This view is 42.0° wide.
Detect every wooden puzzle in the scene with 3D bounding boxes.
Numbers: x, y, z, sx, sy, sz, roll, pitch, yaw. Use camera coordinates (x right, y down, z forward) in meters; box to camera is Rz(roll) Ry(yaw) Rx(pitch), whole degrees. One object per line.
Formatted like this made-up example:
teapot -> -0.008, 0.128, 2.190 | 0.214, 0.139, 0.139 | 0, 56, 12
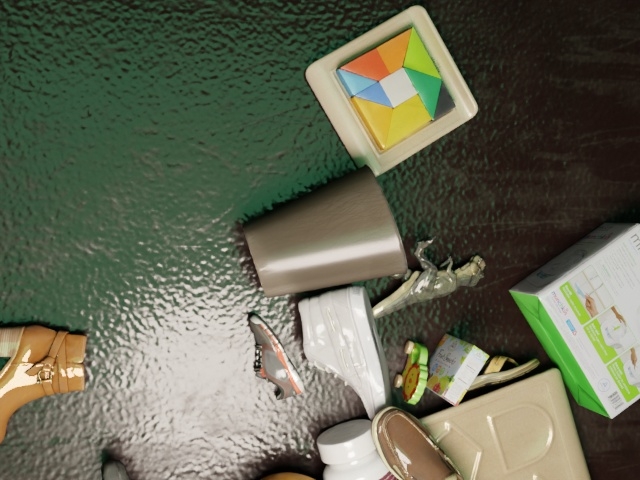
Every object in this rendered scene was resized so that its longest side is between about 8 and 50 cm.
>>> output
wooden puzzle -> 0.309, 0.424, 1.474 | 0.348, 0.080, 0.322 | -19, 96, -15
wooden puzzle -> 0.126, -0.255, 1.425 | 0.239, 0.044, 0.220 | -32, 98, -9

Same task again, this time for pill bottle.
pill bottle -> 0.074, 0.422, 1.399 | 0.121, 0.121, 0.221 | -19, 96, -10

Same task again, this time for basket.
basket -> 0.000, 0.000, 1.352 | 0.227, 0.154, 0.204 | -19, 57, -4

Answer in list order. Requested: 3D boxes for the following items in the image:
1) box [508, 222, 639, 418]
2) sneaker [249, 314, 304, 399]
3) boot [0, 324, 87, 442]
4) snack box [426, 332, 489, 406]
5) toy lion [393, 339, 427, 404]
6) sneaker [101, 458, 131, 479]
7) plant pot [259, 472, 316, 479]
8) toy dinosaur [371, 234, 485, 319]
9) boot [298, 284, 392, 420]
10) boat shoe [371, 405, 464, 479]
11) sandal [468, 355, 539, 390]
box -> 0.511, 0.135, 1.475 | 0.231, 0.127, 0.262 | -35, 98, -9
sneaker -> -0.087, 0.200, 1.391 | 0.065, 0.061, 0.157 | -29, 97, -3
boot -> -0.450, 0.232, 1.313 | 0.153, 0.073, 0.197 | 6, 93, -16
snack box -> 0.221, 0.216, 1.411 | 0.037, 0.141, 0.100 | 36, 85, -10
toy lion -> 0.161, 0.226, 1.422 | 0.034, 0.096, 0.100 | 18, 88, -12
sneaker -> -0.244, 0.456, 1.355 | 0.163, 0.106, 0.281 | -21, 106, -15
plant pot -> -0.068, 0.498, 1.299 | 0.205, 0.188, 0.205 | 4, 104, 18
toy dinosaur -> 0.162, 0.062, 1.437 | 0.268, 0.064, 0.118 | -22, 103, -7
boot -> 0.042, 0.203, 1.412 | 0.124, 0.095, 0.258 | -12, 102, 12
boat shoe -> 0.183, 0.373, 1.341 | 0.095, 0.095, 0.257 | -42, 103, -22
sandal -> 0.301, 0.230, 1.473 | 0.180, 0.072, 0.049 | -13, 73, -7
